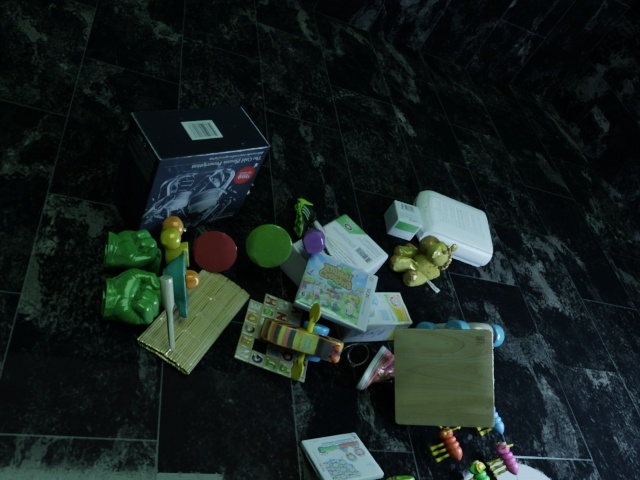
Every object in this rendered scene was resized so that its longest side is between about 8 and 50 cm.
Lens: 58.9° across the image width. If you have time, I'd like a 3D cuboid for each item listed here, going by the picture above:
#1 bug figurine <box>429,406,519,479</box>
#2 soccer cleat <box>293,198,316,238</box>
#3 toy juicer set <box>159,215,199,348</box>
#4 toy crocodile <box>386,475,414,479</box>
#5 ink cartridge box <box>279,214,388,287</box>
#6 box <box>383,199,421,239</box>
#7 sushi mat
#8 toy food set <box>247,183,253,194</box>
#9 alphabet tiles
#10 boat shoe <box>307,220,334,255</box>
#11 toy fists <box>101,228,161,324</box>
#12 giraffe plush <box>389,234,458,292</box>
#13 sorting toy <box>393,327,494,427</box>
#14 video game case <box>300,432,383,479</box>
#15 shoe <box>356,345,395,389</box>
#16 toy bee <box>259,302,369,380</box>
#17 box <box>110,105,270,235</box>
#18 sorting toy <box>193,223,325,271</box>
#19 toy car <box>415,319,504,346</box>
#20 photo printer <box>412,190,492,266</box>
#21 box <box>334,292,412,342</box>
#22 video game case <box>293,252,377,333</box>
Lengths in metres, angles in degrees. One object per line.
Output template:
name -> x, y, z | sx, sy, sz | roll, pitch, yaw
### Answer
bug figurine -> 0.442, 0.566, 1.553 | 0.279, 0.072, 0.216 | -13, 65, -37
soccer cleat -> -0.050, -0.072, 1.868 | 0.073, 0.060, 0.178 | 19, 41, -19
toy juicer set -> -0.347, 0.075, 1.407 | 0.090, 0.209, 0.328 | -2, 43, -11
toy crocodile -> 0.121, 0.616, 1.302 | 0.341, 0.105, 0.115 | 0, 74, -25
ink cartridge box -> 0.043, 0.065, 1.752 | 0.201, 0.117, 0.278 | 45, 44, 13
box -> 0.298, -0.073, 2.064 | 0.101, 0.087, 0.101 | 15, 46, -19
sushi mat -> -0.319, 0.198, 1.475 | 0.152, 0.019, 0.316 | 34, 41, 2
toy food set -> -0.276, -0.161, 1.842 | 0.078, 0.019, 0.122 | 38, 49, 5
alphabet tiles -> -0.118, 0.256, 1.555 | 0.199, 0.009, 0.237 | 23, 43, -12
boat shoe -> 0.000, 0.000, 1.671 | 0.046, 0.038, 0.125 | 21, 36, -60
toy fists -> -0.469, 0.085, 1.431 | 0.142, 0.096, 0.279 | 8, 46, -27
giraffe plush -> 0.365, 0.059, 1.919 | 0.210, 0.170, 0.181 | 34, 41, 1
sorting toy -> 0.334, 0.366, 1.546 | 0.258, 0.255, 0.089 | -1, -2, 10
video game case -> 0.050, 0.524, 1.357 | 0.157, 0.019, 0.143 | 3, 23, -30
shoe -> 0.169, 0.372, 1.584 | 0.081, 0.063, 0.178 | 35, 37, 10
toy bee -> -0.004, 0.260, 1.472 | 0.299, 0.162, 0.195 | -4, 90, -9
box -> -0.368, -0.194, 1.593 | 0.344, 0.312, 0.178 | -16, 61, -40
sorting toy -> -0.172, 0.000, 1.616 | 0.366, 0.126, 0.126 | -6, 20, -4
toy car -> 0.419, 0.365, 1.697 | 0.219, 0.210, 0.237 | 12, 73, -41
photo printer -> 0.489, -0.053, 2.150 | 0.308, 0.107, 0.255 | 19, 43, -15
box -> 0.150, 0.226, 1.679 | 0.203, 0.103, 0.114 | 4, 50, -29
video game case -> 0.047, 0.139, 1.586 | 0.213, 0.023, 0.193 | 24, 50, -7
